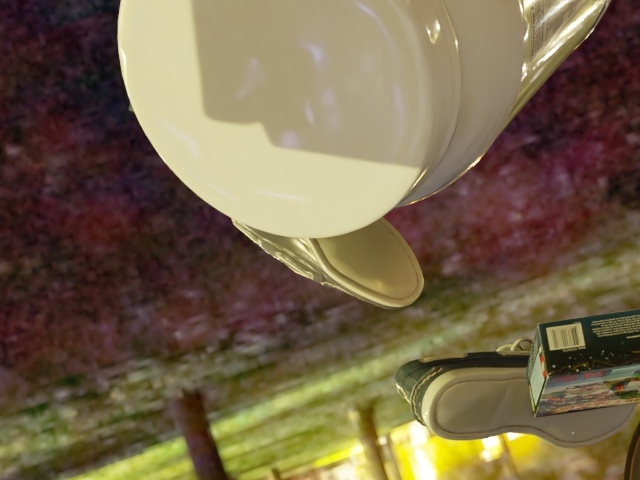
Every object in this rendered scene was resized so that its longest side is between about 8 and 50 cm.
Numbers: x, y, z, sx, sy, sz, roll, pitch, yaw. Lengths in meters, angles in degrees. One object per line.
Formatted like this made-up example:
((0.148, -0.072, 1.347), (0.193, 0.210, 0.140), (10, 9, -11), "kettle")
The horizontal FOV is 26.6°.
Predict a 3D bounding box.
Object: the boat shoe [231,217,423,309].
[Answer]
((0.000, 0.000, 1.195), (0.075, 0.206, 0.065), (-50, 166, -28), "boat shoe")

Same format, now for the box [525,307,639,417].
((0.282, 0.088, 1.055), (0.233, 0.044, 0.159), (-9, 161, 3), "box")

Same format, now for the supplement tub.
((0.043, -0.161, 0.863), (0.235, 0.235, 0.325), (-28, -169, 38), "supplement tub")

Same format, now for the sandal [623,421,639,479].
((0.304, 0.251, 1.167), (0.090, 0.219, 0.060), (33, 148, -28), "sandal")

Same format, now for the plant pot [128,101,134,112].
((-0.101, -0.200, 1.524), (0.293, 0.196, 0.293), (22, 180, 0), "plant pot")

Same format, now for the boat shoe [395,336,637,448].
((0.188, 0.145, 1.279), (0.255, 0.095, 0.079), (0, -159, -28), "boat shoe")
